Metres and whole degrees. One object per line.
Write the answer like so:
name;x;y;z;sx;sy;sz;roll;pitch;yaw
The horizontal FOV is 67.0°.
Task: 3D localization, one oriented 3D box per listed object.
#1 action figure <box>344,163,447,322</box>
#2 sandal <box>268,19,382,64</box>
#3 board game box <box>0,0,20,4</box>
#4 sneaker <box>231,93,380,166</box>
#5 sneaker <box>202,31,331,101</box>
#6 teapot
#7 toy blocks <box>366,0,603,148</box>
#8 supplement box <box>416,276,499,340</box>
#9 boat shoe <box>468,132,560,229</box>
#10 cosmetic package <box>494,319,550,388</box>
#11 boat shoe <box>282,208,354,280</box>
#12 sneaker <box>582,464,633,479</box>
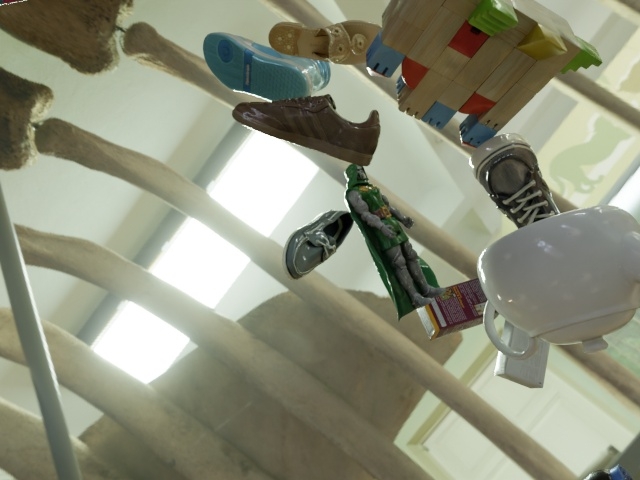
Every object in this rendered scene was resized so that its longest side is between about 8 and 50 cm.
action figure;0.098;-0.011;0.708;0.063;0.232;0.137;-35;-7;36
sandal;0.011;-0.379;0.951;0.079;0.240;0.088;-77;-9;-48
board game box;-0.397;-0.513;0.745;0.304;0.097;0.223;-15;-51;-6
sneaker;-0.016;-0.153;0.607;0.066;0.189;0.071;-39;-32;-77
sneaker;-0.119;-0.439;1.209;0.208;0.319;0.127;-42;-23;-47
teapot;0.369;0.077;0.726;0.253;0.186;0.256;-18;-19;13
toy blocks;0.235;-0.317;0.848;0.382;0.190;0.261;20;-41;-18
supplement box;0.356;0.175;1.254;0.188;0.104;0.080;-15;-29;-8
boat shoe;0.428;-0.094;1.006;0.127;0.158;0.341;-36;-30;25
cosmetic package;0.501;0.227;1.176;0.060;0.099;0.238;109;-178;-69
boat shoe;0.000;0.000;1.380;0.319;0.099;0.116;-47;-62;-49
sneaker;0.523;0.505;0.803;0.081;0.232;0.090;27;-55;-38
